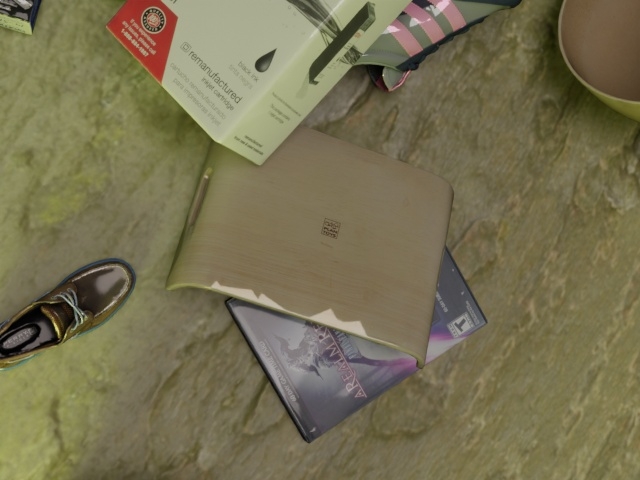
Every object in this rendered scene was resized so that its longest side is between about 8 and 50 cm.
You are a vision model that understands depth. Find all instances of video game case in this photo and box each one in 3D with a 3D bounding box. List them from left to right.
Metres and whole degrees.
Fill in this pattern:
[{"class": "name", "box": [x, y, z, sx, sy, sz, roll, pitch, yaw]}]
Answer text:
[{"class": "video game case", "box": [0.049, 0.088, 1.015, 0.274, 0.026, 0.196, -31, 96, -16]}]

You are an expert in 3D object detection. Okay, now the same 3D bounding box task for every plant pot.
[{"class": "plant pot", "box": [0.469, -0.250, 1.050, 0.191, 0.284, 0.284, 34, 76, -47]}]

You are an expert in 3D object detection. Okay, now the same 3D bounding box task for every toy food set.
[{"class": "toy food set", "box": [0.000, 0.000, 0.958, 0.306, 0.092, 0.220, 19, 67, -10]}]

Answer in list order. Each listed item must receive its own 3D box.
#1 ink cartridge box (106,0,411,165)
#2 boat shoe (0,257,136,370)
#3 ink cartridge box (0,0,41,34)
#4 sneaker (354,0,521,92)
[{"class": "ink cartridge box", "box": [-0.054, -0.249, 0.873, 0.273, 0.114, 0.197, -47, 71, 7]}, {"class": "boat shoe", "box": [-0.277, 0.083, 0.897, 0.183, 0.066, 0.066, -36, 98, -15]}, {"class": "ink cartridge box", "box": [-0.401, -0.300, 0.889, 0.207, 0.046, 0.097, 15, 82, -15]}, {"class": "sneaker", "box": [0.107, -0.253, 1.017, 0.319, 0.112, 0.131, -12, 107, -12]}]
